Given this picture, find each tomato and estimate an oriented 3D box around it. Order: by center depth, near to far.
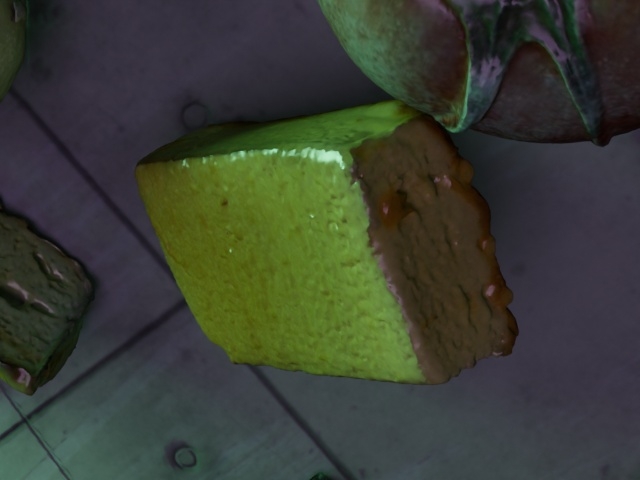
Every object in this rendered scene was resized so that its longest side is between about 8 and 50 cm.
[{"bbox_3d":[0.139,-0.212,0.828,0.317,0.282,0.316,9,127,12],"label":"tomato"}]

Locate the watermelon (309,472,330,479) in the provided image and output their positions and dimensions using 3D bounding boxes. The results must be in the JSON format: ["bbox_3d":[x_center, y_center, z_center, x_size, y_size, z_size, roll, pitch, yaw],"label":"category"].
[{"bbox_3d":[0.041,0.383,1.152,0.322,0.188,0.175,45,111,0],"label":"watermelon"}]

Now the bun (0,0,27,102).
[{"bbox_3d":[-0.345,-0.168,1.015,0.259,0.259,0.160,30,148,1],"label":"bun"}]

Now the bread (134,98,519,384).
[{"bbox_3d":[0.000,0.000,0.981,0.275,0.114,0.184,1,117,54],"label":"bread"}]

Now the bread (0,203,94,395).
[{"bbox_3d":[-0.294,0.023,1.130,0.232,0.128,0.088,41,142,-5],"label":"bread"}]
